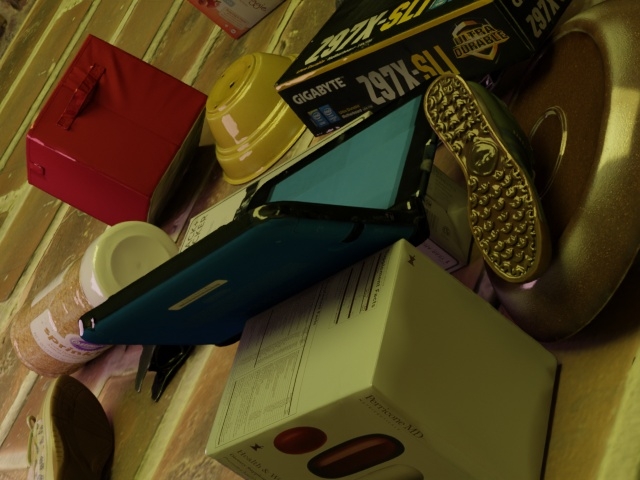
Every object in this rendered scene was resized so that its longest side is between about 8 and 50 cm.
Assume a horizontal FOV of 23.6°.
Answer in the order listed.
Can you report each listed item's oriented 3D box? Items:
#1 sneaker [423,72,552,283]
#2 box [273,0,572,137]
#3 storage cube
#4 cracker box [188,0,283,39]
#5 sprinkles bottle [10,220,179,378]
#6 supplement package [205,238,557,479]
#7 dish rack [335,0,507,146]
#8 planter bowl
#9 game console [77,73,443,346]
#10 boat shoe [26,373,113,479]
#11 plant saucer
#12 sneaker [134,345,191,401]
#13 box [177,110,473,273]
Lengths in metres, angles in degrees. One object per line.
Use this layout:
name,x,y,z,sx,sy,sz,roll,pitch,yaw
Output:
sneaker,0.157,-0.051,1.275,0.064,0.086,0.192,-35,66,30
box,0.131,-0.241,1.508,0.322,0.079,0.257,-15,33,50
storage cube,-0.289,-0.141,2.167,0.184,0.193,0.215,-62,0,-22
cracker box,-0.109,-0.434,2.361,0.232,0.155,0.067,-35,30,34
sprinkles bottle,-0.292,0.082,1.964,0.355,0.121,0.121,-33,29,58
supplement package,0.053,0.139,1.275,0.203,0.194,0.149,-29,34,42
dish rack,0.127,-0.238,1.745,0.208,0.074,0.271,-43,54,33
planter bowl,-0.092,-0.190,2.089,0.217,0.090,0.217,-39,28,26
game console,-0.050,-0.029,1.338,0.293,0.250,0.173,-31,65,43
boat shoe,-0.316,0.274,1.839,0.089,0.104,0.285,-39,28,20
plant saucer,0.209,-0.068,1.317,0.310,0.050,0.311,-165,90,-75
sneaker,-0.176,0.109,1.885,0.170,0.051,0.089,-54,22,9
box,0.000,0.000,1.585,0.290,0.169,0.087,-30,33,41
